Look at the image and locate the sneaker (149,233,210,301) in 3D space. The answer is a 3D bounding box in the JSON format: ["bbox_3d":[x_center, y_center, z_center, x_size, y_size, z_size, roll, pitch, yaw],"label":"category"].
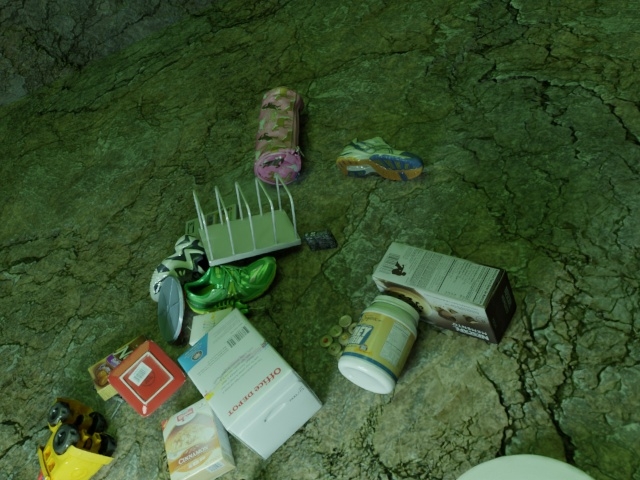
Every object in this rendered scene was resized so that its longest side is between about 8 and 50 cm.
[{"bbox_3d":[-0.418,0.109,1.945,0.153,0.094,0.235,27,75,32],"label":"sneaker"}]

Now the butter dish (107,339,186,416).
[{"bbox_3d":[-0.475,0.377,1.739,0.160,0.118,0.160,-44,90,-11],"label":"butter dish"}]

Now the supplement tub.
[{"bbox_3d":[0.143,0.246,1.498,0.144,0.144,0.199,10,58,34],"label":"supplement tub"}]

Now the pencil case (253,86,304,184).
[{"bbox_3d":[-0.138,-0.368,2.166,0.167,0.160,0.385,1,48,-3],"label":"pencil case"}]

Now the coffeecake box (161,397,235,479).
[{"bbox_3d":[-0.307,0.507,1.564,0.142,0.068,0.185,-30,44,2],"label":"coffeecake box"}]

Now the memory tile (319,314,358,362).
[{"bbox_3d":[0.074,0.263,1.614,0.113,0.012,0.148,-43,46,-11],"label":"memory tile"}]

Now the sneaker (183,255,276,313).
[{"bbox_3d":[-0.265,0.123,1.833,0.296,0.123,0.109,-24,45,6],"label":"sneaker"}]

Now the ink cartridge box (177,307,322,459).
[{"bbox_3d":[-0.172,0.348,1.538,0.198,0.197,0.270,-41,46,-10],"label":"ink cartridge box"}]

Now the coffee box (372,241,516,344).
[{"bbox_3d":[0.297,0.123,1.508,0.297,0.168,0.118,15,61,35],"label":"coffee box"}]

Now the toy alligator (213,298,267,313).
[{"bbox_3d":[-0.243,0.191,1.798,0.190,0.056,0.051,-16,77,16],"label":"toy alligator"}]

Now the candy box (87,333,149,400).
[{"bbox_3d":[-0.567,0.364,1.817,0.187,0.053,0.109,-32,43,-15],"label":"candy box"}]

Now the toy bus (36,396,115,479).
[{"bbox_3d":[-0.681,0.563,1.677,0.211,0.149,0.220,-51,44,3],"label":"toy bus"}]

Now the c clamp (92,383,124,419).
[{"bbox_3d":[-0.610,0.425,1.825,0.161,0.022,0.137,20,64,37],"label":"c clamp"}]

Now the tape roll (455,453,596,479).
[{"bbox_3d":[0.380,0.588,1.135,0.392,0.072,0.391,-14,47,16],"label":"tape roll"}]

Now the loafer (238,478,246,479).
[{"bbox_3d":[-0.164,0.635,1.374,0.078,0.076,0.223,-21,49,0],"label":"loafer"}]

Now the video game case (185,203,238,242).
[{"bbox_3d":[-0.360,-0.013,2.071,0.194,0.023,0.212,-19,45,12],"label":"video game case"}]

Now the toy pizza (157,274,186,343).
[{"bbox_3d":[-0.434,0.202,1.850,0.201,0.032,0.201,-9,80,57],"label":"toy pizza"}]

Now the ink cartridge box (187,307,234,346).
[{"bbox_3d":[-0.292,0.260,1.752,0.143,0.092,0.089,-15,48,18],"label":"ink cartridge box"}]

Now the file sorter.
[{"bbox_3d":[-0.223,-0.074,1.870,0.278,0.173,0.192,-13,36,-13],"label":"file sorter"}]

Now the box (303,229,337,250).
[{"bbox_3d":[0.000,0.000,1.840,0.083,0.067,0.018,-9,49,22],"label":"box"}]

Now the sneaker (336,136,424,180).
[{"bbox_3d":[0.192,-0.269,1.941,0.297,0.111,0.131,11,58,33],"label":"sneaker"}]
